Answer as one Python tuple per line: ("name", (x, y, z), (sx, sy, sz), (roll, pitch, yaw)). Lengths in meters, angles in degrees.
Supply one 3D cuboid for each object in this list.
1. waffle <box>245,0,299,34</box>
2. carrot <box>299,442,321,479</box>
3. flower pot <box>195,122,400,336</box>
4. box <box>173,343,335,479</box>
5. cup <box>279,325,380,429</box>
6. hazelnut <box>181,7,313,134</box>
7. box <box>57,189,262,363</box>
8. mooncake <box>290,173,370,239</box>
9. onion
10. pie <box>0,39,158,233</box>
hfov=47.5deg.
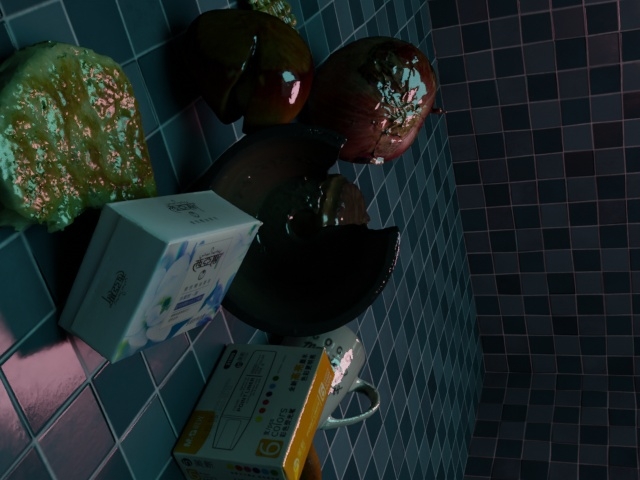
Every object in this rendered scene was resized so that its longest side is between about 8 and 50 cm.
("waffle", (-0.104, -0.490, 1.623), (0.214, 0.054, 0.208), (25, 50, -61))
("carrot", (-0.044, 0.484, 1.676), (0.067, 0.067, 0.225), (-49, 130, -59))
("flower pot", (-0.051, -0.020, 1.393), (0.251, 0.379, 0.379), (-77, 163, -85))
("box", (-0.113, 0.317, 1.333), (0.274, 0.220, 0.091), (-69, 150, -47))
("cup", (0.003, 0.324, 1.582), (0.234, 0.258, 0.186), (-58, 179, -44))
("hazelnut", (-0.136, -0.310, 1.331), (0.217, 0.251, 0.217), (-57, 177, -5))
("box", (-0.232, 0.043, 1.100), (0.203, 0.116, 0.274), (-62, 164, 17))
("mooncake", (-0.001, 0.002, 1.679), (0.324, 0.187, 0.324), (-2, 90, -70))
("onion", (0.142, -0.354, 1.867), (0.353, 0.353, 0.354), (-3, 90, -67))
("pie", (-0.341, -0.128, 1.025), (0.371, 0.078, 0.297), (19, 71, -67))
